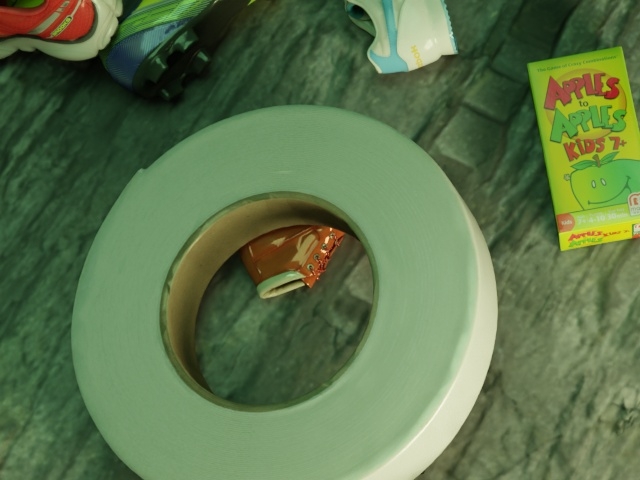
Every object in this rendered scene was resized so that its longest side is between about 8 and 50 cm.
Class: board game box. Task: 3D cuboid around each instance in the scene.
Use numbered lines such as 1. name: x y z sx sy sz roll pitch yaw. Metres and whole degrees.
1. board game box: 0.255 -0.087 1.856 0.092 0.043 0.181 -10 66 6

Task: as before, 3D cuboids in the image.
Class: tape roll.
1. tape roll: -0.036 0.063 1.771 0.392 0.072 0.392 -7 68 17

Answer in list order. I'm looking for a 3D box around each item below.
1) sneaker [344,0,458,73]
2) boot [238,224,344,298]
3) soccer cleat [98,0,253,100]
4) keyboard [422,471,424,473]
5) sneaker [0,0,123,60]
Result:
1. sneaker: 0.058 -0.270 1.946 0.092 0.087 0.229 -21 63 3
2. boot: 0.000 0.000 1.860 0.158 0.059 0.085 -22 68 10
3. soccer cleat: -0.111 -0.267 1.970 0.121 0.093 0.289 39 79 24
4. keyboard: 0.009 0.272 1.717 0.317 0.033 0.201 -17 47 13
5. sneaker: -0.323 -0.249 1.962 0.279 0.118 0.107 2 64 35
